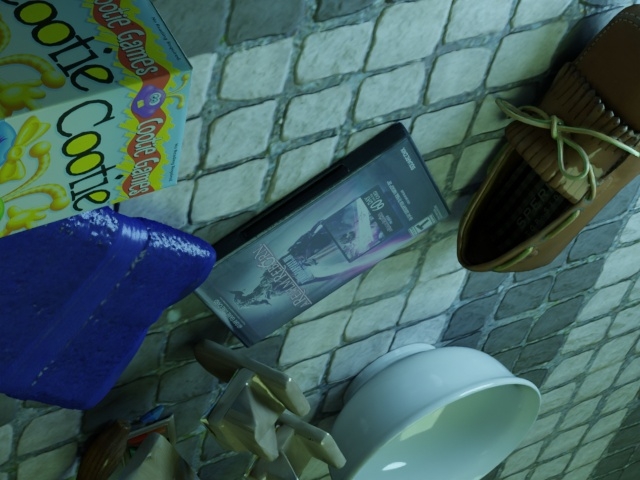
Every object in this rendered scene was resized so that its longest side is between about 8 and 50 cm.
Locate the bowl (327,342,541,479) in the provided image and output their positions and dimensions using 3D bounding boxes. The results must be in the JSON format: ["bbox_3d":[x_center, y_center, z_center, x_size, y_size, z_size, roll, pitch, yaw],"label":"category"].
[{"bbox_3d":[0.120,0.224,2.132,0.298,0.134,0.298,-25,150,-15],"label":"bowl"}]

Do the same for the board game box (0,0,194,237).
[{"bbox_3d":[-0.255,-0.097,1.275,0.275,0.142,0.144,-19,148,-24],"label":"board game box"}]

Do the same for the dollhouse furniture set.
[{"bbox_3d":[-0.167,0.344,1.907,0.362,0.256,0.394,-56,145,-20],"label":"dollhouse furniture set"}]

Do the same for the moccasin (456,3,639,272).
[{"bbox_3d":[0.256,-0.099,1.796,0.147,0.139,0.380,-19,158,-40],"label":"moccasin"}]

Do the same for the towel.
[{"bbox_3d":[-0.264,0.046,1.563,0.227,0.076,0.308,-49,147,13],"label":"towel"}]

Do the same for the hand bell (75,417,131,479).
[{"bbox_3d":[-0.281,0.303,1.916,0.126,0.126,0.242,13,116,-52],"label":"hand bell"}]

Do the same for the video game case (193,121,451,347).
[{"bbox_3d":[0.000,0.000,1.791,0.274,0.026,0.196,-34,151,1],"label":"video game case"}]

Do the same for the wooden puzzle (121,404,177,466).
[{"bbox_3d":[-0.199,0.235,1.959,0.079,0.014,0.116,-28,150,-10],"label":"wooden puzzle"}]
